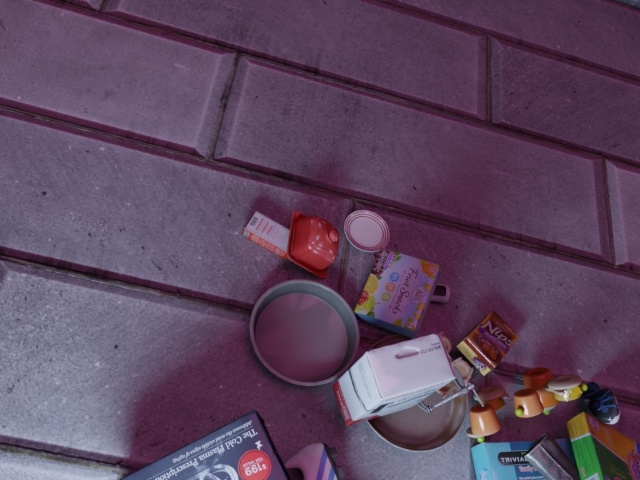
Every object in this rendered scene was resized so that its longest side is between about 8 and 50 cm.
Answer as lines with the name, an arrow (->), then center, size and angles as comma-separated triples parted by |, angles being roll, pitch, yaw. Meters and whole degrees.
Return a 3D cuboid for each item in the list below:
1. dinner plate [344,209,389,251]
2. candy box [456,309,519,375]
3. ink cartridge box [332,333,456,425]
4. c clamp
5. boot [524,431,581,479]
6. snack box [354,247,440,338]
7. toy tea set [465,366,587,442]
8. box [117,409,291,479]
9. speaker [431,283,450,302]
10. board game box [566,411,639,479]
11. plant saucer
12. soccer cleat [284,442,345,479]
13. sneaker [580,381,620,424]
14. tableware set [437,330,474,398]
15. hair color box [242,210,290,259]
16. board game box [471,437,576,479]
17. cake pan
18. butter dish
dinner plate -> 0.135, -0.026, 2.003 | 0.141, 0.017, 0.141 | 7, 61, -13
candy box -> 0.465, 0.279, 1.881 | 0.109, 0.053, 0.187 | 47, 39, 11
ink cartridge box -> 0.167, 0.333, 1.609 | 0.197, 0.273, 0.114 | -11, 66, -21
c clamp -> 0.314, 0.388, 1.733 | 0.161, 0.022, 0.137 | -23, 62, 1
boot -> 0.584, 0.601, 1.666 | 0.208, 0.076, 0.190 | 50, 46, 5
snack box -> 0.212, 0.142, 1.853 | 0.175, 0.070, 0.207 | 18, 67, 19
toy tea set -> 0.524, 0.444, 1.782 | 0.336, 0.200, 0.124 | -17, 95, -10
box -> -0.215, 0.580, 1.422 | 0.343, 0.179, 0.312 | -26, 72, -10
speaker -> 0.296, 0.145, 1.936 | 0.136, 0.055, 0.055 | 8, 60, -12
board game box -> 0.784, 0.608, 1.728 | 0.317, 0.064, 0.242 | 30, 33, -17
plant saucer -> 0.235, 0.400, 1.781 | 0.311, 0.050, 0.310 | 7, 60, -12
soccer cleat -> 0.016, 0.637, 1.562 | 0.143, 0.116, 0.331 | -19, 66, -8
sneaker -> 0.773, 0.449, 1.840 | 0.080, 0.211, 0.081 | -44, 90, 11
tableware set -> 0.320, 0.331, 1.804 | 0.141, 0.020, 0.168 | -35, 76, -30
hair color box -> -0.138, -0.015, 1.899 | 0.141, 0.043, 0.072 | 30, 57, 0
board game box -> 0.537, 0.677, 1.701 | 0.254, 0.079, 0.336 | 3, 61, -16
cake pan -> -0.044, 0.243, 1.779 | 0.293, 0.054, 0.293 | 7, 61, -13
butter dish -> 0.000, 0.000, 1.865 | 0.160, 0.118, 0.160 | 31, 53, -35
